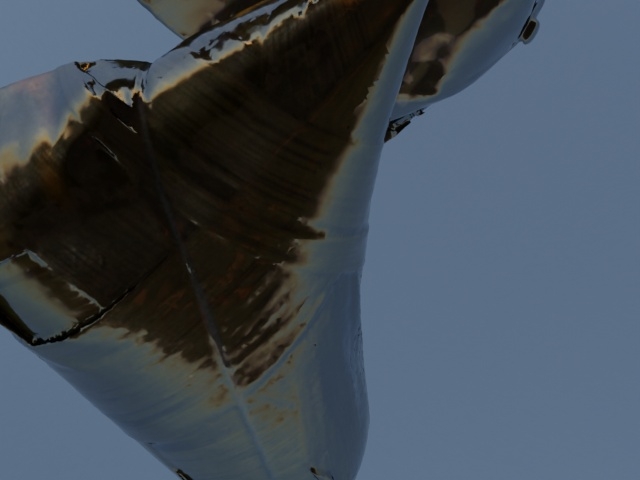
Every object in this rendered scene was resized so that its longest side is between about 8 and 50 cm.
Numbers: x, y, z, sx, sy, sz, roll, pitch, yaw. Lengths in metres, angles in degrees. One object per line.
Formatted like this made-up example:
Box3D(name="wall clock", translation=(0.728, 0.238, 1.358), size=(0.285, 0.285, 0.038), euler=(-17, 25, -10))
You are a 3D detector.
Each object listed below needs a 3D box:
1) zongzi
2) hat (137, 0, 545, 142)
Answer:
Box3D(name="zongzi", translation=(0.000, 0.000, 0.826), size=(0.300, 0.138, 0.286), euler=(-30, -54, 21))
Box3D(name="hat", translation=(0.020, -0.255, 1.211), size=(0.257, 0.382, 0.366), euler=(20, -97, 19))
